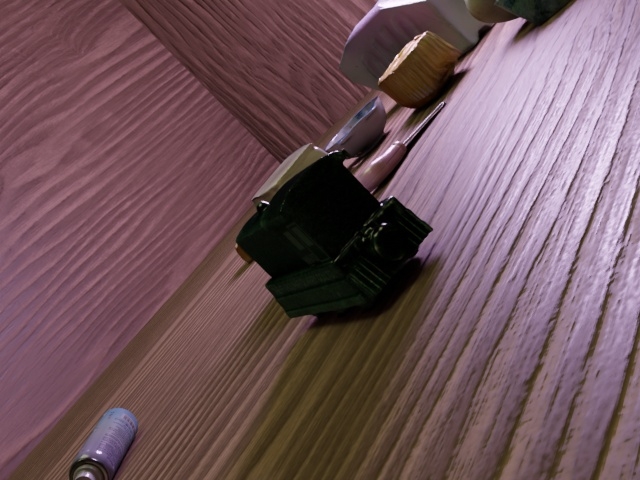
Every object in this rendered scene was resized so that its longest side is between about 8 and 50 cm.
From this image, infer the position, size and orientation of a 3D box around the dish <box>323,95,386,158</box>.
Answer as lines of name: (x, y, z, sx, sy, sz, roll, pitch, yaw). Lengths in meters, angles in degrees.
dish: (0.101, -0.269, 2.238, 0.228, 0.086, 0.236, -46, 9, -1)

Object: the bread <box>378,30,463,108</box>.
bread: (0.242, -0.409, 2.060, 0.179, 0.133, 0.250, -47, 7, -6)

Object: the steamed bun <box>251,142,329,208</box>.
steamed bun: (-0.023, -0.075, 1.611, 0.146, 0.164, 0.242, -49, 10, -13)

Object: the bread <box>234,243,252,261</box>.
bread: (-0.184, 0.001, 2.382, 0.122, 0.073, 0.149, -50, 6, 6)

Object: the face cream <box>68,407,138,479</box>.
face cream: (-0.383, 0.374, 1.491, 0.075, 0.075, 0.229, -44, 8, 10)

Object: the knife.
knife: (0.171, -0.191, 1.740, 0.336, 0.043, 0.081, -44, -1, -43)

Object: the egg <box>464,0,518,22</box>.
egg: (0.419, -0.595, 1.828, 0.295, 0.218, 0.218, -57, 9, -5)

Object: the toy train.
toy train: (0.000, 0.000, 1.089, 0.138, 0.178, 0.330, -49, 10, -20)

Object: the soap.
soap: (0.245, -0.569, 2.390, 0.156, 0.261, 0.446, -53, 12, -30)

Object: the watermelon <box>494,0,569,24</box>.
watermelon: (0.435, -0.469, 1.657, 0.094, 0.081, 0.180, -31, 16, -33)
